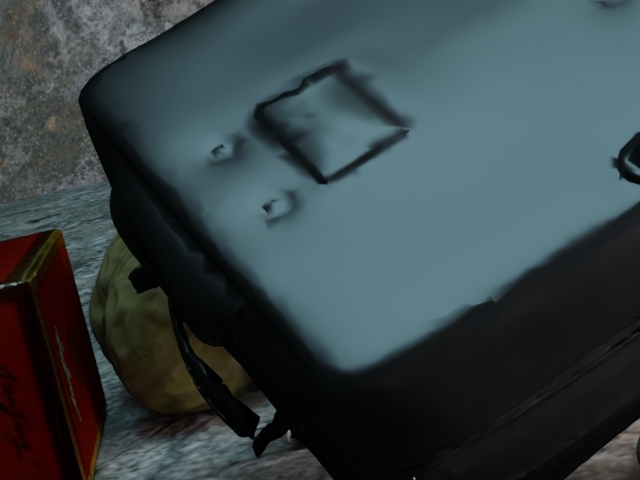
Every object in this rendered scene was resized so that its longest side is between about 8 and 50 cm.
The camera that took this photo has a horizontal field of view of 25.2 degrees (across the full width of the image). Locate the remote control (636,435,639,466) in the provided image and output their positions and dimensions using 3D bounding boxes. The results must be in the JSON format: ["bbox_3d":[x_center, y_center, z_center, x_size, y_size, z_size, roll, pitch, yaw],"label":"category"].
[{"bbox_3d":[0.280,0.086,0.604,0.140,0.056,0.296,-20,10,-42],"label":"remote control"}]

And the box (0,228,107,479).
[{"bbox_3d":[-0.203,0.085,0.998,0.074,0.153,0.240,-10,9,-4],"label":"box"}]

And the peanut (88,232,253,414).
[{"bbox_3d":[-0.109,0.052,1.128,0.143,0.159,0.291,27,13,-11],"label":"peanut"}]

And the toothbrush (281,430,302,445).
[{"bbox_3d":[0.033,0.092,1.030,0.025,0.019,0.276,-4,12,22],"label":"toothbrush"}]

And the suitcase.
[{"bbox_3d":[0.060,-0.036,0.790,0.339,0.188,0.345,-32,46,-12],"label":"suitcase"}]
